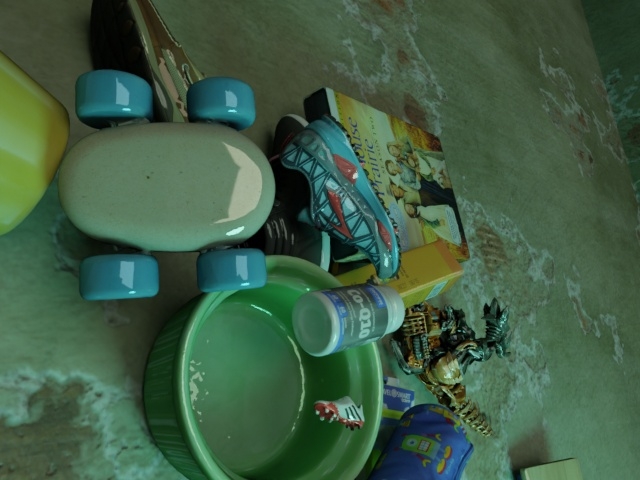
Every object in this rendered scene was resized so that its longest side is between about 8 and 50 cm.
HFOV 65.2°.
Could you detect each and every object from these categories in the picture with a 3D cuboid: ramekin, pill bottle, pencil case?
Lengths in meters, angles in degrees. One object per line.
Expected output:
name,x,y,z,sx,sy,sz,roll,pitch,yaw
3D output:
ramekin,-0.075,0.183,0.656,0.304,0.148,0.303,17,63,-37
pill bottle,0.039,0.095,0.632,0.137,0.078,0.078,-4,76,-43
pencil case,0.125,0.342,0.671,0.306,0.133,0.119,-28,113,-62

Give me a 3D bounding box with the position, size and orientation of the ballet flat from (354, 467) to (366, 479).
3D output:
ballet flat,0.042,0.388,0.746,0.057,0.052,0.168,17,63,-37

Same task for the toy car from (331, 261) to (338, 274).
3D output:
toy car,0.000,0.000,0.888,0.040,0.060,0.121,-65,151,-86

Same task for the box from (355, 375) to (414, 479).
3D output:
box,0.111,0.316,0.844,0.109,0.042,0.178,22,60,-35

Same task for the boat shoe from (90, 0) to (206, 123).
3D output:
boat shoe,-0.219,-0.205,0.714,0.120,0.123,0.323,-26,100,-50

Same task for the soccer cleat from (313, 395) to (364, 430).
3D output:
soccer cleat,0.023,0.205,0.611,0.083,0.029,0.035,34,45,-32

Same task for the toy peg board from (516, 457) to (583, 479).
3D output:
toy peg board,0.484,0.561,1.073,0.161,0.079,0.161,2,71,-25

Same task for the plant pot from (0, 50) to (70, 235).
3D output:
plant pot,-0.384,-0.120,0.450,0.239,0.254,0.253,32,53,-49

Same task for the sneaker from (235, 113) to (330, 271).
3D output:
sneaker,-0.068,-0.077,0.794,0.147,0.105,0.295,7,73,-46

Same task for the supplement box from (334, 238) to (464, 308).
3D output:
supplement box,0.127,0.077,0.865,0.234,0.080,0.078,-16,61,-24

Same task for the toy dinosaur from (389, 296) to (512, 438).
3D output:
toy dinosaur,0.238,0.215,0.959,0.219,0.164,0.321,-26,110,-30

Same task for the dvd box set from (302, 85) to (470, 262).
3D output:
dvd box set,0.149,-0.105,0.994,0.421,0.062,0.307,6,69,-49

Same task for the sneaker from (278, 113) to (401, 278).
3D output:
sneaker,0.026,-0.047,0.750,0.261,0.125,0.104,61,1,-7

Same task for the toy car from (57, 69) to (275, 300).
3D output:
toy car,-0.176,-0.045,0.590,0.211,0.238,0.219,-3,85,-18
